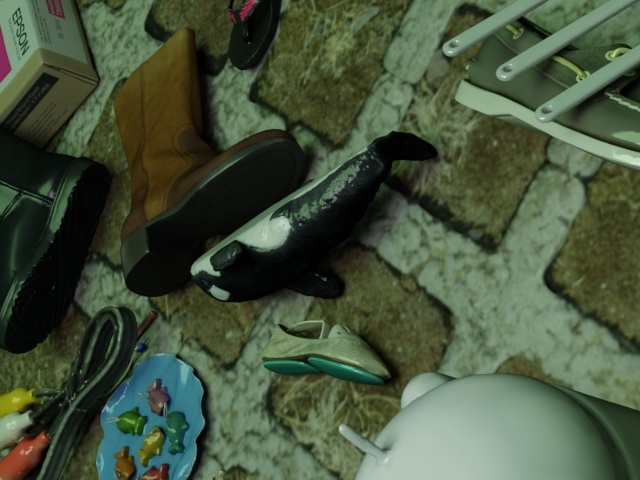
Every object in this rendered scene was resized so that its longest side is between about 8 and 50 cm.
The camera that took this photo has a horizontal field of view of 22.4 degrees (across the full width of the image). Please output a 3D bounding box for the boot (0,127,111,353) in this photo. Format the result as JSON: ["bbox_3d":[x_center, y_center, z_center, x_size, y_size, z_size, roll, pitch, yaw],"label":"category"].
[{"bbox_3d":[-0.374,-0.009,1.872,0.207,0.094,0.247,17,80,28],"label":"boot"}]

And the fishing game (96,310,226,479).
[{"bbox_3d":[-0.187,0.204,1.665,0.189,0.041,0.264,-51,41,23],"label":"fishing game"}]

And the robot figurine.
[{"bbox_3d":[0.157,0.198,1.032,0.200,0.353,0.300,-56,43,17],"label":"robot figurine"}]

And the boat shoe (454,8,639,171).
[{"bbox_3d":[0.221,-0.115,1.277,0.305,0.109,0.091,30,103,54],"label":"boat shoe"}]

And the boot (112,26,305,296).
[{"bbox_3d":[-0.124,-0.114,1.712,0.264,0.096,0.280,-45,38,38],"label":"boot"}]

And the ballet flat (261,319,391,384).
[{"bbox_3d":[0.004,0.098,1.481,0.168,0.057,0.052,1,67,49],"label":"ballet flat"}]

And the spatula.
[{"bbox_3d":[0.229,-0.182,1.261,0.242,0.019,0.168,-32,45,-14],"label":"spatula"}]

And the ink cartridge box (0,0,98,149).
[{"bbox_3d":[-0.385,-0.225,2.027,0.193,0.088,0.235,-46,45,28],"label":"ink cartridge box"}]

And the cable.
[{"bbox_3d":[-0.288,0.183,1.743,0.287,0.072,0.139,-46,44,41],"label":"cable"}]

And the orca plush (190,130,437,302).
[{"bbox_3d":[0.000,0.000,1.528,0.287,0.102,0.151,-35,6,23],"label":"orca plush"}]

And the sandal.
[{"bbox_3d":[-0.069,-0.270,1.720,0.067,0.040,0.179,14,86,50],"label":"sandal"}]
